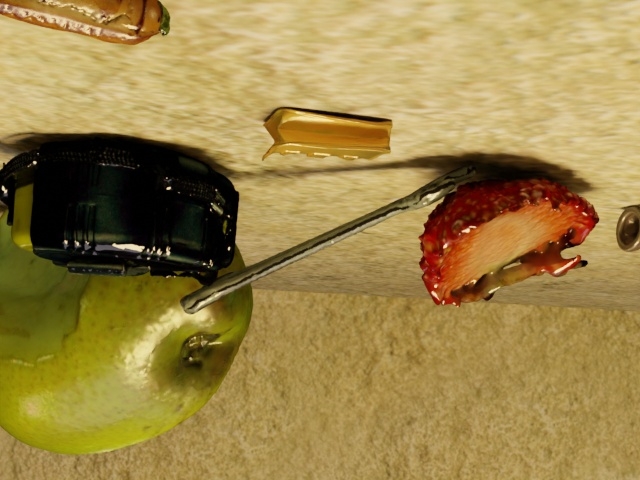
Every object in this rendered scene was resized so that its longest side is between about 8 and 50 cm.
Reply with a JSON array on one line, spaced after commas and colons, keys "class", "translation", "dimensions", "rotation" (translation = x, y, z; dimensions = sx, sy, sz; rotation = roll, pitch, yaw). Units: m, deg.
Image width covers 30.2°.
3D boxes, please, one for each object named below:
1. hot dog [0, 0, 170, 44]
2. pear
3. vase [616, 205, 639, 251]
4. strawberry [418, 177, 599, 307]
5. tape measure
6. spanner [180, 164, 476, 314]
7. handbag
[{"class": "hot dog", "translation": [-0.123, -0.111, 0.508], "dimensions": [0.122, 0.037, 0.049], "rotation": [13, -178, -25]}, {"class": "pear", "translation": [-0.206, 0.067, 1.194], "dimensions": [0.282, 0.286, 0.176], "rotation": [-1, 153, 37]}, {"class": "vase", "translation": [0.334, -0.003, 1.130], "dimensions": [0.101, 0.053, 0.053], "rotation": [10, 172, -20]}, {"class": "strawberry", "translation": [0.152, -0.022, 0.989], "dimensions": [0.167, 0.087, 0.208], "rotation": [-21, 157, -3]}, {"class": "tape measure", "translation": [-0.177, -0.022, 1.005], "dimensions": [0.199, 0.112, 0.186], "rotation": [1, 171, 14]}, {"class": "spanner", "translation": [0.000, 0.000, 1.010], "dimensions": [0.302, 0.017, 0.071], "rotation": [-25, -173, 31]}, {"class": "handbag", "translation": [0.004, -0.070, 0.823], "dimensions": [0.083, 0.027, 0.061], "rotation": [4, 173, -16]}]
